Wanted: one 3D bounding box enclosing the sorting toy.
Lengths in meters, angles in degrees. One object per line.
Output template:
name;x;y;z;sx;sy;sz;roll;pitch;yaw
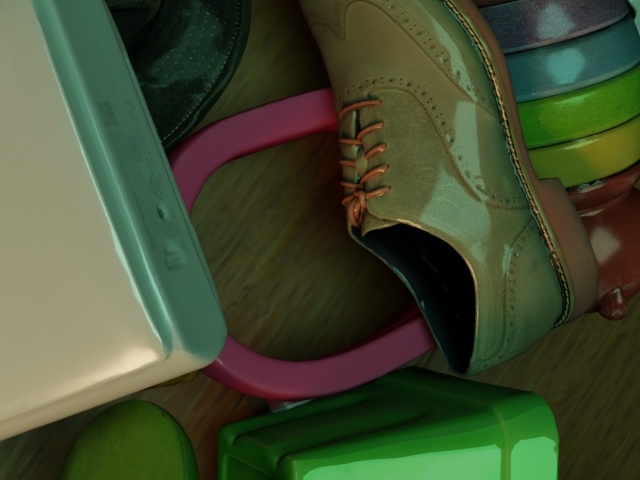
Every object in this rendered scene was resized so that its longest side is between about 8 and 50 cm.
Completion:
sorting toy;-0.096;0.159;0.937;0.126;0.365;0.127;25;120;-42

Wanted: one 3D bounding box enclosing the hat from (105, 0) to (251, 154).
hat;-0.187;-0.196;0.963;0.331;0.134;0.331;0;89;-20

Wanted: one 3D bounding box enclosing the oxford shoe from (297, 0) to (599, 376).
oxford shoe;0.061;-0.070;0.990;0.130;0.123;0.348;-34;94;-30

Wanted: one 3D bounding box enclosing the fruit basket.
fruit basket;0.125;0.278;0.998;0.392;0.283;0.392;0;91;-21

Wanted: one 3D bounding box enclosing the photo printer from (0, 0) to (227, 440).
photo printer;-0.237;0.002;0.887;0.307;0.107;0.256;-20;90;21

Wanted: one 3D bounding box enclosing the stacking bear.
stacking bear;0.182;-0.084;1.091;0.164;0.175;0.289;-20;105;-21

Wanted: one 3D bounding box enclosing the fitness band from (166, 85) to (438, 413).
fitness band;0.000;0.000;1.028;0.291;0.054;0.209;-21;91;-37

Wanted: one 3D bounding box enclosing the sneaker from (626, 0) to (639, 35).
sneaker;0.260;-0.133;1.173;0.061;0.053;0.152;9;81;-11
